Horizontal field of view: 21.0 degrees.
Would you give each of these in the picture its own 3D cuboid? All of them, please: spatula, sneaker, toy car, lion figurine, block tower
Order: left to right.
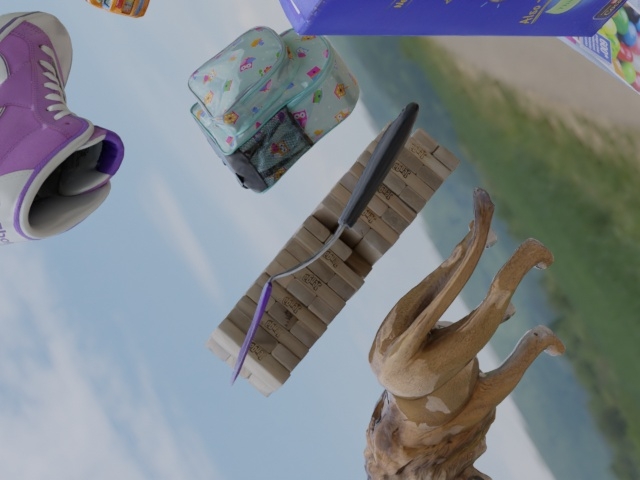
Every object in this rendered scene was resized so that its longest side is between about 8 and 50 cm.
[{"bbox_3d":[-0.209,-0.084,1.321,0.282,0.161,0.102,-71,-28,-47],"label":"sneaker"},{"bbox_3d":[-0.146,-0.235,1.446,0.060,0.122,0.040,32,-164,-25],"label":"toy car"},{"bbox_3d":[0.000,0.000,1.517,0.030,0.296,0.084,38,178,-3],"label":"spatula"},{"bbox_3d":[0.010,0.017,1.812,0.091,0.335,0.097,40,151,0],"label":"block tower"},{"bbox_3d":[0.110,0.122,1.632,0.142,0.240,0.392,41,167,33],"label":"lion figurine"}]

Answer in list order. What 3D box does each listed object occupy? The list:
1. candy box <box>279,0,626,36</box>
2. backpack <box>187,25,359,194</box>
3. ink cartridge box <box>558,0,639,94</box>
[{"bbox_3d":[0.142,-0.264,1.166,0.317,0.268,0.122,-6,-121,-44],"label":"candy box"},{"bbox_3d":[-0.055,-0.173,2.059,0.144,0.188,0.166,59,175,-32],"label":"backpack"},{"bbox_3d":[0.323,-0.212,1.614,0.311,0.065,0.185,40,154,38],"label":"ink cartridge box"}]
